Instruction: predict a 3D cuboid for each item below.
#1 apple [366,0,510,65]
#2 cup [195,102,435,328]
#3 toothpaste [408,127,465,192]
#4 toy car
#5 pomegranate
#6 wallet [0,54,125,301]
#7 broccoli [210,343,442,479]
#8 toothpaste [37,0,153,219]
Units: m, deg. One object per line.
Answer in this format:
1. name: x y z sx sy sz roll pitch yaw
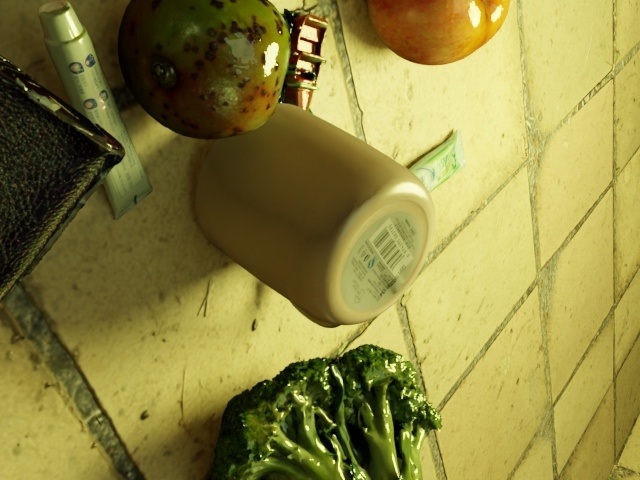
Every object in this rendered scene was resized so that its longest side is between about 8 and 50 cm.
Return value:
1. apple: 0.166 -0.336 0.804 0.209 0.164 0.209 -18 116 -43
2. cup: 0.000 0.000 0.663 0.192 0.200 0.252 -27 134 -30
3. toothpaste: 0.157 -0.096 0.954 0.297 0.048 0.074 -36 123 -41
4. toy car: -0.029 -0.195 0.709 0.073 0.054 0.143 -3 103 -50
5. pomegranate: -0.098 -0.176 0.575 0.205 0.159 0.159 -48 139 -67
6. wallet: -0.301 -0.052 0.404 0.221 0.071 0.262 -49 134 5
7. broccoli: 0.020 0.269 0.726 0.321 0.283 0.303 -31 135 -18
8. toothpaste: -0.194 -0.103 0.529 0.052 0.033 0.218 -47 152 -30
